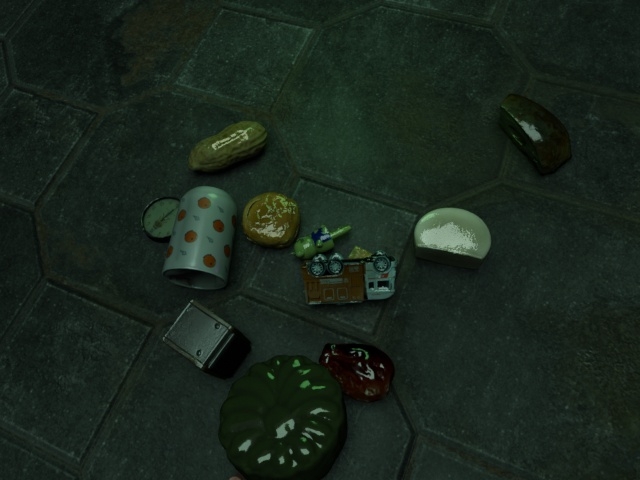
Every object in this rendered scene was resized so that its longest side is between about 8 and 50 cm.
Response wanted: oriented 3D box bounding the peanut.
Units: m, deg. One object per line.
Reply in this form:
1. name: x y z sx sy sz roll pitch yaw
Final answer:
1. peanut: -0.357 -0.353 1.836 0.325 0.140 0.153 -22 48 2

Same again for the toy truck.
1. toy truck: 0.095 0.125 1.568 0.306 0.136 0.162 -3 97 5

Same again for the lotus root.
1. lotus root: 0.770 -0.404 1.723 0.210 0.142 0.314 -38 69 -11

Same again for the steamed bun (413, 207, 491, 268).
1. steamed bun: 0.431 -0.015 1.591 0.242 0.146 0.164 13 74 11

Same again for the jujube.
1. jujube: 0.105 0.386 1.456 0.237 0.168 0.168 20 71 18

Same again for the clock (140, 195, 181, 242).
1. clock: -0.576 -0.081 1.795 0.185 0.040 0.184 -2 67 6

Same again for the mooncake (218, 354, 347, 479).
1. mooncake: -0.101 0.501 1.351 0.357 0.194 0.356 -7 42 6

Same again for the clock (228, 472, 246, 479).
1. clock: -0.181 0.796 1.331 0.227 0.142 0.241 18 80 17

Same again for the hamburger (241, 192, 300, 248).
1. hamburger: -0.176 -0.068 1.712 0.214 0.108 0.213 0 67 1

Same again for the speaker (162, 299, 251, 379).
1. speaker: -0.343 0.312 1.495 0.193 0.231 0.153 29 73 18

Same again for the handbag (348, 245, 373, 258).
1. handbag: 0.142 0.059 1.659 0.083 0.027 0.061 29 73 18

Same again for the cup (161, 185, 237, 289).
1. cup: -0.399 -0.015 1.653 0.213 0.212 0.317 3 67 8

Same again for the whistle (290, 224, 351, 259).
1. whistle: 0.000 0.000 1.661 0.228 0.105 0.085 -26 102 -2
